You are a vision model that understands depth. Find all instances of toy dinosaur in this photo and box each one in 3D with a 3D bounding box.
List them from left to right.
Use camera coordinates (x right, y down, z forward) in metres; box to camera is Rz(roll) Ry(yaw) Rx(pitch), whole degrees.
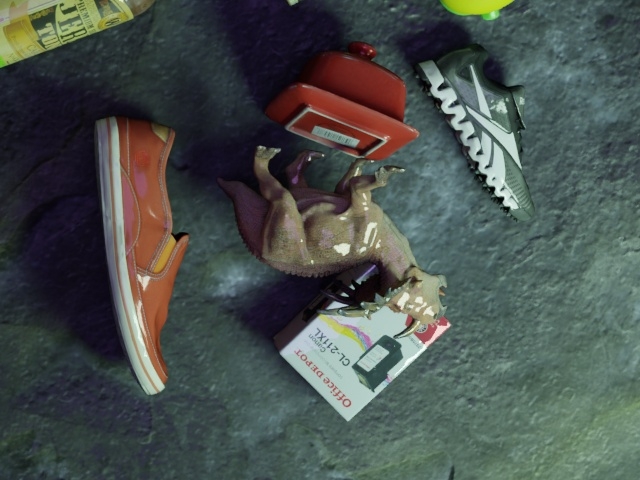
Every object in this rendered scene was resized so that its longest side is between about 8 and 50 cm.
[{"bbox_3d":[0.000,0.000,1.833,0.296,0.127,0.200,10,96,13],"label":"toy dinosaur"}]

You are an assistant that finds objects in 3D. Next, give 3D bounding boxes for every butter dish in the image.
[{"bbox_3d":[0.034,-0.174,1.849,0.160,0.160,0.118,20,75,-12],"label":"butter dish"}]

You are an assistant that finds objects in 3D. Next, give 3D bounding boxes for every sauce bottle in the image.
[{"bbox_3d":[-0.267,-0.286,1.788,0.344,0.111,0.111,-21,103,-2],"label":"sauce bottle"}]

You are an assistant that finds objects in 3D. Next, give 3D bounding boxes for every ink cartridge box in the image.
[{"bbox_3d":[0.049,0.112,1.932,0.175,0.072,0.127,-44,104,2],"label":"ink cartridge box"}]

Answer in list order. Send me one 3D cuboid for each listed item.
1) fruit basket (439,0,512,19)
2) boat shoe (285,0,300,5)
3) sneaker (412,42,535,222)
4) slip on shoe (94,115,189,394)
[{"bbox_3d":[0.156,-0.432,1.759,0.392,0.392,0.282,6,70,-9],"label":"fruit basket"},{"bbox_3d":[-0.035,-0.383,1.817,0.073,0.080,0.223,-13,98,0],"label":"boat shoe"},{"bbox_3d":[0.211,-0.134,1.901,0.106,0.078,0.234,-32,102,2],"label":"sneaker"},{"bbox_3d":[-0.201,0.018,1.861,0.101,0.123,0.331,-5,97,-11],"label":"slip on shoe"}]
